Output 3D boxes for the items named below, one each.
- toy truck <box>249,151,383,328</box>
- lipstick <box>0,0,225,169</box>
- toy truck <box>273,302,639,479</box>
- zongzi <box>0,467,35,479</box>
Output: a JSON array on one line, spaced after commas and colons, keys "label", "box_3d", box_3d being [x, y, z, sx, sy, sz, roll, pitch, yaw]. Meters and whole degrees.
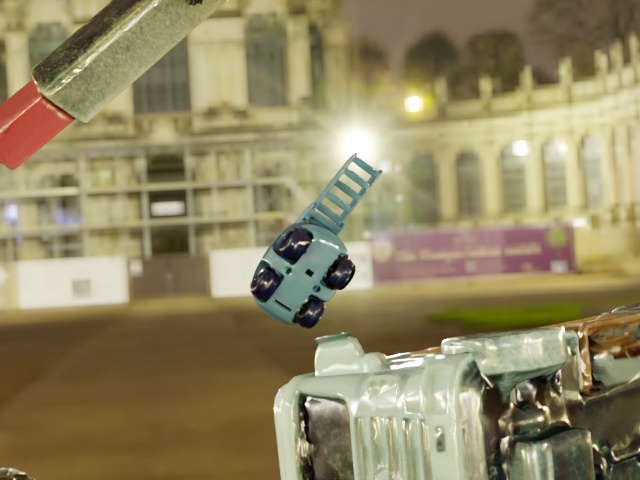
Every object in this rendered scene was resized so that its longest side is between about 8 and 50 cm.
[{"label": "toy truck", "box_3d": [0.000, 0.000, 1.242, 0.063, 0.136, 0.074, 36, 12, -17]}, {"label": "lipstick", "box_3d": [-0.097, -0.151, 1.031, 0.312, 0.051, 0.051, -44, 28, -17]}, {"label": "toy truck", "box_3d": [0.106, 0.098, 0.781, 0.162, 0.136, 0.305, -7, -1, 39]}, {"label": "zongzi", "box_3d": [-0.163, 0.287, 0.792, 0.134, 0.286, 0.288, -9, 19, -20]}]
